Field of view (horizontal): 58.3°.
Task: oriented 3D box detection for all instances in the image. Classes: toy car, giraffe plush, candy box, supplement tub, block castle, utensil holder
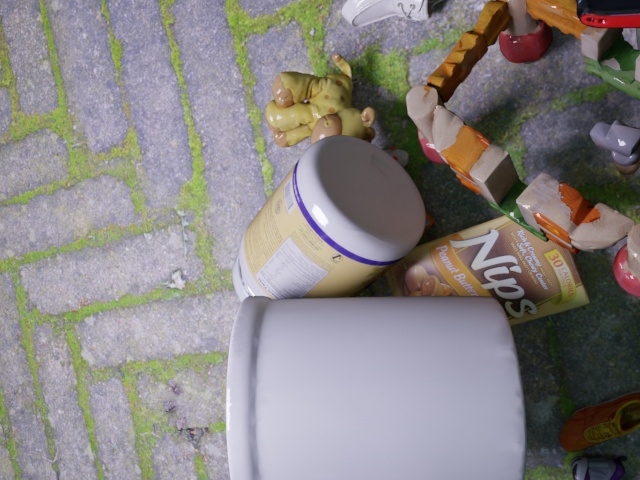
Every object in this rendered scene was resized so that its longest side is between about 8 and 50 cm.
[{"bbox_3d":[0.168,-0.058,1.095,0.060,0.040,0.122,-33,82,23],"label":"toy car"},{"bbox_3d":[0.021,-0.217,1.063,0.210,0.181,0.170,-27,60,-5],"label":"giraffe plush"},{"bbox_3d":[0.287,0.066,1.028,0.316,0.087,0.183,-21,86,25],"label":"candy box"},{"bbox_3d":[0.000,0.000,1.029,0.241,0.241,0.331,54,135,11],"label":"supplement tub"},{"bbox_3d":[0.375,-0.153,0.835,0.453,0.213,0.303,41,95,30],"label":"block castle"},{"bbox_3d":[0.080,0.242,0.878,0.385,0.327,0.328,-3,94,5],"label":"utensil holder"}]

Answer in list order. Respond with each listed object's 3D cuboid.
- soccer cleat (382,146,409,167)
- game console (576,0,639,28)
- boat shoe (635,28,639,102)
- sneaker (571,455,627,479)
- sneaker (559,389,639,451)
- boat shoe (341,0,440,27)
[{"bbox_3d":[0.082,-0.122,1.122,0.196,0.068,0.076,-19,127,13],"label":"soccer cleat"},{"bbox_3d":[0.527,-0.424,0.761,0.342,0.060,0.387,6,59,15],"label":"game console"},{"bbox_3d":[0.533,-0.293,0.890,0.068,0.081,0.228,-4,100,23],"label":"boat shoe"},{"bbox_3d":[0.501,0.481,0.977,0.098,0.083,0.224,-13,89,20],"label":"sneaker"},{"bbox_3d":[0.483,0.309,0.975,0.175,0.067,0.064,-41,80,24],"label":"sneaker"},{"bbox_3d":[0.170,-0.440,1.026,0.277,0.098,0.096,-20,86,23],"label":"boat shoe"}]
